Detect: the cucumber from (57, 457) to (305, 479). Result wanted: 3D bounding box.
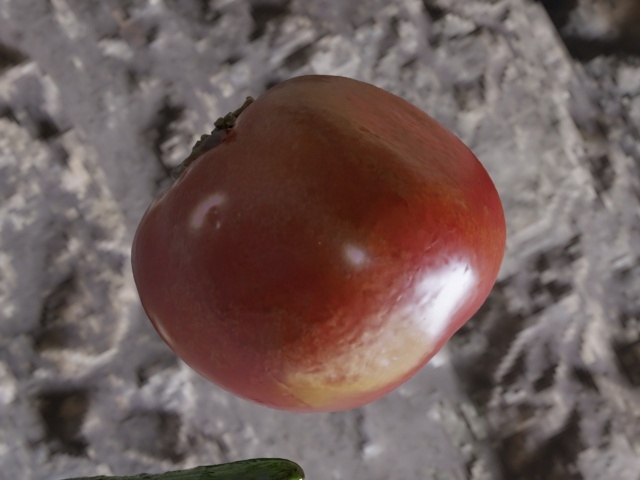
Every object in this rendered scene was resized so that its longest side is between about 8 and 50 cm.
[{"bbox_3d":[-0.125,0.180,1.028,0.056,0.250,0.056,-9,90,-71],"label":"cucumber"}]

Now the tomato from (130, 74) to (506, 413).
[{"bbox_3d":[0.000,0.000,1.404,0.290,0.293,0.325,43,14,-1],"label":"tomato"}]
